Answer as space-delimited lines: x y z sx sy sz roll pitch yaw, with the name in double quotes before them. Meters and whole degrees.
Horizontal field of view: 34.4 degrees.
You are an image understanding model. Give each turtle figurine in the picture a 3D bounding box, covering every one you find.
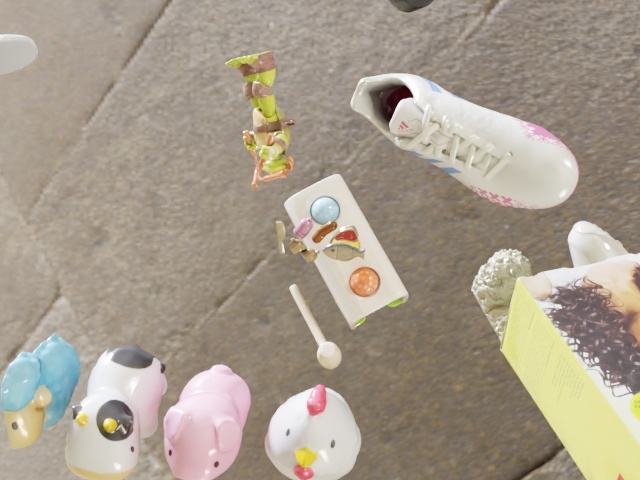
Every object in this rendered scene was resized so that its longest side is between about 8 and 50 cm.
"turtle figurine" -0.083 -0.190 1.658 0.269 0.087 0.217 -140 37 -77

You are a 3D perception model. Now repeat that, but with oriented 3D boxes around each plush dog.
"plush dog" 0.384 0.125 1.554 0.225 0.262 0.210 -29 35 4

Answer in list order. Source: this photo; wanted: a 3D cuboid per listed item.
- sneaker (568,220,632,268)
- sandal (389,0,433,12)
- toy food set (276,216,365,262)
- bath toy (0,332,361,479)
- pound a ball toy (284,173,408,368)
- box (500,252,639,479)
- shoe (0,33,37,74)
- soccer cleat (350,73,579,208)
"sneaker" 0.308 0.086 1.088 0.095 0.090 0.235 -30 111 4
"sandal" 0.048 -0.361 1.137 0.054 0.254 0.097 -10 48 55
"toy food set" 0.000 0.000 1.443 0.122 0.019 0.078 -1 125 7
"bath toy" -0.131 0.176 1.034 0.129 0.348 0.151 94 -175 -58
"pound a ball toy" 0.025 0.059 1.981 0.208 0.136 0.319 -27 76 -4
"box" 0.173 0.103 0.466 0.232 0.087 0.058 -119 25 -43
"shoe" -0.501 -0.281 1.478 0.081 0.178 0.063 57 147 31
"soccer cleat" 0.175 -0.129 1.354 0.331 0.143 0.116 32 110 38
